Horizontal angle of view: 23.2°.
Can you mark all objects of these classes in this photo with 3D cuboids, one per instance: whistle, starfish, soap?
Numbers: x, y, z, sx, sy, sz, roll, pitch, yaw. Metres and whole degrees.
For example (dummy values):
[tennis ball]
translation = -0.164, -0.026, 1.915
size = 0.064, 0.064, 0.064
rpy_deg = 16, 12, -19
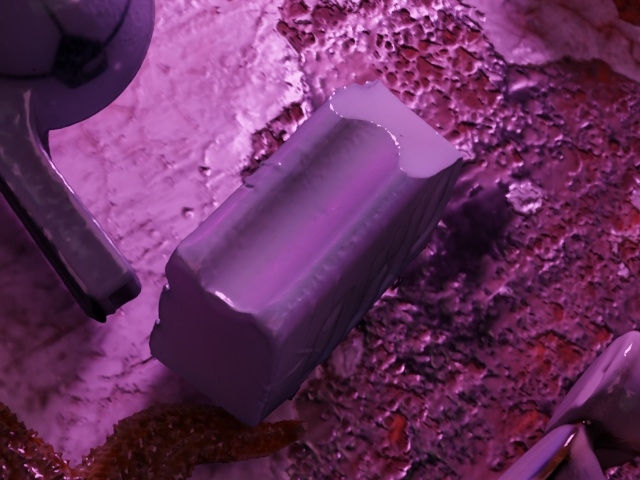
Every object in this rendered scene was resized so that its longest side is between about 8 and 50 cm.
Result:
[whistle]
translation = -0.156, -0.110, 0.938
size = 0.163, 0.163, 0.289
rpy_deg = -34, 86, -35
[starfish]
translation = -0.155, 0.194, 0.835
size = 0.302, 0.084, 0.293
rpy_deg = 20, 57, -24
[soap]
translation = 0.000, 0.000, 0.961
size = 0.091, 0.145, 0.230
rpy_deg = 36, 56, 11

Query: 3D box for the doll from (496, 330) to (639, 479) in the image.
[doll]
translation = 0.277, 0.253, 0.991
size = 0.348, 0.161, 0.423
rpy_deg = -21, 75, -11
